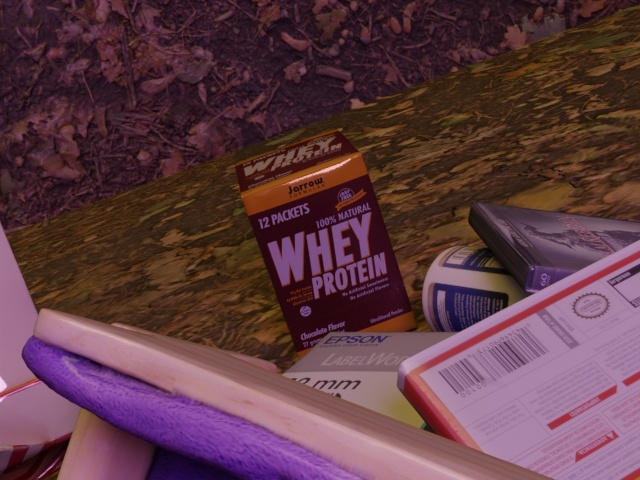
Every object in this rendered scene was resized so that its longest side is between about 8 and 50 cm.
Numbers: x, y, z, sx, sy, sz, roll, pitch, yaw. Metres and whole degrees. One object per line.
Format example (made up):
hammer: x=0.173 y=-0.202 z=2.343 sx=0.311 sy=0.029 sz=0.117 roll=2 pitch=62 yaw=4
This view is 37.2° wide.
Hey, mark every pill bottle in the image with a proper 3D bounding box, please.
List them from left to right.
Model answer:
pill bottle: x=0.178 y=0.056 z=0.842 sx=0.094 sy=0.094 sz=0.169 roll=-28 pitch=19 yaw=-31

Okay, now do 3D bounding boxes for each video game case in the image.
video game case: x=0.276 y=0.017 z=0.782 sx=0.274 sy=0.026 sz=0.196 roll=8 pitch=15 yaw=-6
video game case: x=0.199 y=0.121 z=0.461 sx=0.204 sy=0.025 sz=0.285 roll=-24 pitch=49 yaw=-20

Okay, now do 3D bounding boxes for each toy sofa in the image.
toy sofa: x=0.021 y=0.148 z=0.375 sx=0.362 sy=0.150 sz=0.177 roll=14 pitch=-5 yaw=39

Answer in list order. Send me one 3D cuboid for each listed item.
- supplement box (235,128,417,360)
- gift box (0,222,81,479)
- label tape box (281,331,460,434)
supplement box: x=0.000 y=0.000 z=1.040 sx=0.129 sy=0.194 sz=0.191 roll=-19 pitch=16 yaw=-2
gift box: x=-0.329 y=0.095 z=0.685 sx=0.255 sy=0.258 sz=0.276 roll=-23 pitch=4 yaw=-19
label tape box: x=0.085 y=0.134 z=0.659 sx=0.249 sy=0.115 sz=0.347 roll=-5 pitch=23 yaw=37
